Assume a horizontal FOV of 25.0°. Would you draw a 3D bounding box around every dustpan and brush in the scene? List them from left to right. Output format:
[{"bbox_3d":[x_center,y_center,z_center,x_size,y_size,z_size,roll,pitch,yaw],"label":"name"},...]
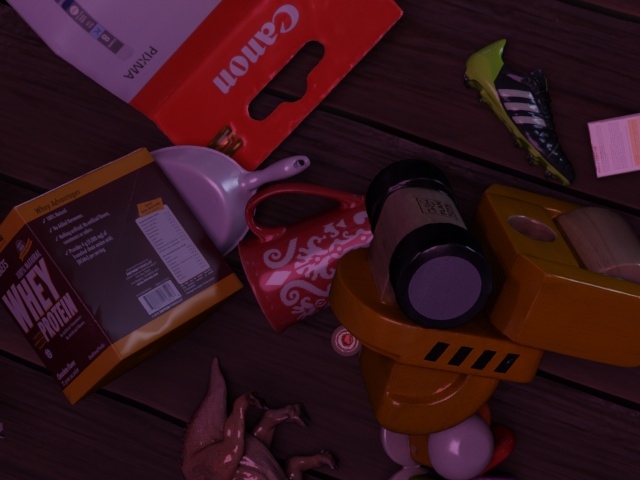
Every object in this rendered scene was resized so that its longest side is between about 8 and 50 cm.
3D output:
[{"bbox_3d":[-0.105,-0.054,1.614,0.211,0.060,0.147,-17,103,37],"label":"dustpan and brush"}]

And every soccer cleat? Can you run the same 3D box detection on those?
[{"bbox_3d":[0.228,-0.140,1.570,0.072,0.060,0.179,-38,84,1],"label":"soccer cleat"}]

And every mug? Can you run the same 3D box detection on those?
[{"bbox_3d":[0.003,0.008,1.575,0.169,0.150,0.113,-23,49,6],"label":"mug"}]

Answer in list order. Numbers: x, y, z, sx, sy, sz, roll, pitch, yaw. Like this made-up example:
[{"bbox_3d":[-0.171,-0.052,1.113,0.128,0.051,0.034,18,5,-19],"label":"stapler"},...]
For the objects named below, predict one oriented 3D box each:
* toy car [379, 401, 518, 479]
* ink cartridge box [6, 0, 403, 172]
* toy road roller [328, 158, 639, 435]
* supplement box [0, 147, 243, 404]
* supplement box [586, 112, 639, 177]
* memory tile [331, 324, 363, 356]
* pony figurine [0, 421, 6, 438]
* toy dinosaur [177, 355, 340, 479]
[{"bbox_3d":[0.151,0.251,1.566,0.136,0.159,0.181,-2,93,-27],"label":"toy car"},{"bbox_3d":[-0.150,-0.280,1.592,0.308,0.091,0.385,-45,83,18],"label":"ink cartridge box"},{"bbox_3d":[0.170,0.078,1.487,0.330,0.202,0.240,11,116,-14],"label":"toy road roller"},{"bbox_3d":[-0.231,0.036,1.569,0.194,0.191,0.129,54,137,5],"label":"supplement box"},{"bbox_3d":[0.342,-0.106,1.560,0.099,0.036,0.062,-9,91,10],"label":"supplement box"},{"bbox_3d":[0.094,0.108,1.623,0.148,0.012,0.113,30,97,7],"label":"memory tile"},{"bbox_3d":[-0.514,0.061,1.625,0.351,0.303,0.363,34,102,39],"label":"pony figurine"},{"bbox_3d":[-0.091,0.283,1.611,0.200,0.127,0.295,-37,80,16],"label":"toy dinosaur"}]
